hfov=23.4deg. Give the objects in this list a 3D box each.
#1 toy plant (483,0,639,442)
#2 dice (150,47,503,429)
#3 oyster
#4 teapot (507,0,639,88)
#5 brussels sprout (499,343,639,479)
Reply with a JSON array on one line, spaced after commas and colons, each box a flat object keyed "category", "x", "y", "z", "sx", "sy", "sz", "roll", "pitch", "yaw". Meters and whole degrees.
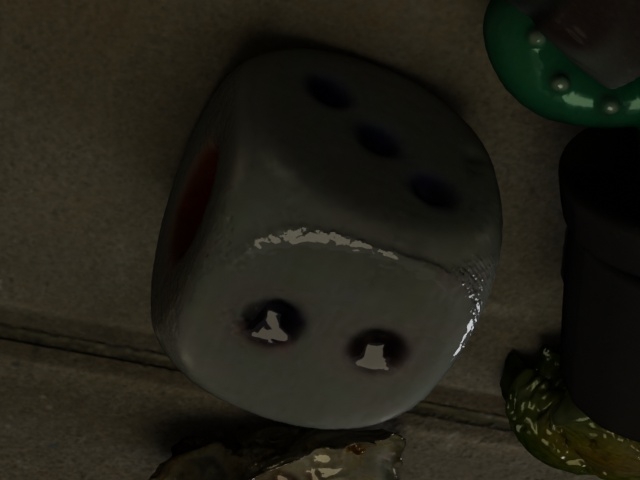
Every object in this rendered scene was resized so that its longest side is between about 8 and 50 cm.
[{"category": "toy plant", "x": 0.241, "y": -0.061, "z": 1.014, "sx": 0.280, "sy": 0.185, "sz": 0.400, "roll": 13, "pitch": 125, "yaw": 15}, {"category": "dice", "x": 0.000, "y": 0.000, "z": 1.046, "sx": 0.192, "sy": 0.193, "sz": 0.194, "roll": 20, "pitch": 127, "yaw": -17}, {"category": "oyster", "x": -0.043, "y": 0.204, "z": 1.306, "sx": 0.233, "sy": 0.107, "sz": 0.161, "roll": -10, "pitch": 129, "yaw": -18}, {"category": "teapot", "x": 0.143, "y": -0.292, "z": 0.773, "sx": 0.312, "sy": 0.233, "sz": 0.315, "roll": 42, "pitch": 102, "yaw": -3}, {"category": "brussels sprout", "x": 0.240, "y": 0.143, "z": 1.251, "sx": 0.181, "sy": 0.100, "sz": 0.139, "roll": 8, "pitch": 141, "yaw": -11}]
